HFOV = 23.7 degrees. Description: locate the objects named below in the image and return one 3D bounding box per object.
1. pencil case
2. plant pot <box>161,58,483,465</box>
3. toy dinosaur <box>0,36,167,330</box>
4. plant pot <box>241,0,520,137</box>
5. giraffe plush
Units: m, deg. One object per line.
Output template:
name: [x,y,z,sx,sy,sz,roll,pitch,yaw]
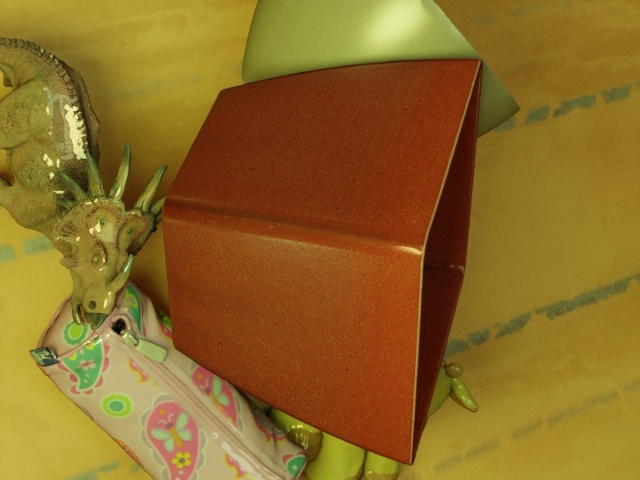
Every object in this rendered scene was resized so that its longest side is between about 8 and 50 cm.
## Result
pencil case: [-0.140,0.155,1.438,0.284,0.124,0.124,48,63,-23]
plant pot: [0.000,0.000,1.365,0.267,0.235,0.267,-69,164,-46]
toy dinosaur: [-0.230,-0.081,1.340,0.127,0.200,0.296,-27,102,-32]
plant pot: [0.035,-0.176,1.514,0.191,0.284,0.284,-41,114,8]
giraffe plush: [0.066,0.153,1.546,0.181,0.170,0.210,10,82,-33]
